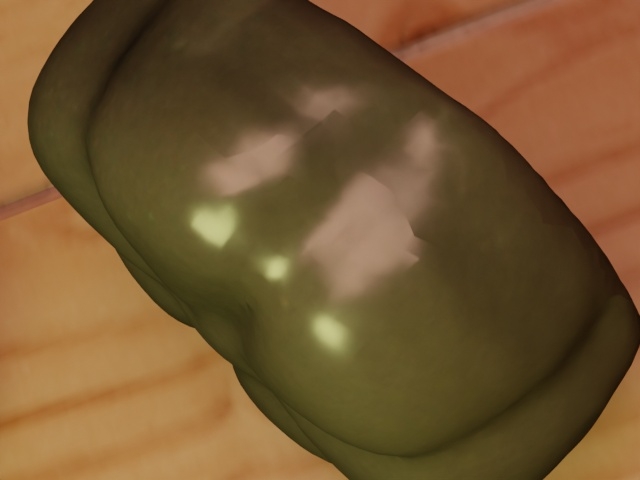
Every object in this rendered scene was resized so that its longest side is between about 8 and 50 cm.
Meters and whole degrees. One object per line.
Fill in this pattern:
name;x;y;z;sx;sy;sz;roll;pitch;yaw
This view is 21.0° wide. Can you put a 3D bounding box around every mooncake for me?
mooncake;0.000;0.000;0.721;0.275;0.275;0.135;39;82;21
